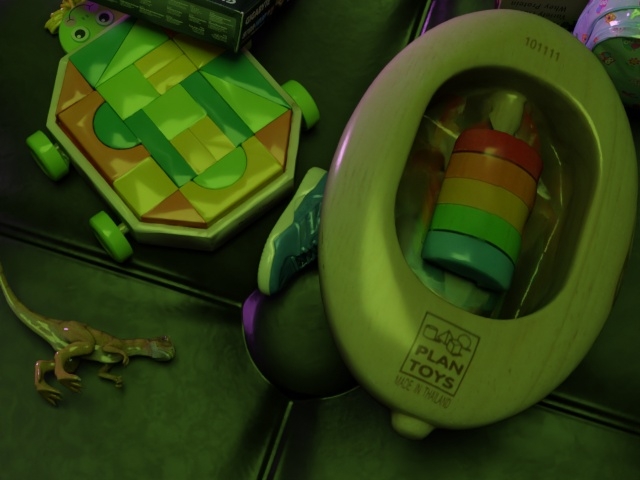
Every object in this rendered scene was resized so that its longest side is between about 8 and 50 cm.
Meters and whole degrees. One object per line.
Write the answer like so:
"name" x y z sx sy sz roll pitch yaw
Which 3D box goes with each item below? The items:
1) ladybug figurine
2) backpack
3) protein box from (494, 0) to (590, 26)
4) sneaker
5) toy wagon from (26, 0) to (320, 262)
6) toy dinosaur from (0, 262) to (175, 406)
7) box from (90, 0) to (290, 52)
"ladybug figurine" 0.142 -0.013 1.297 0.305 0.162 0.449 27 67 -6
"backpack" 0.334 -0.206 1.383 0.152 0.182 0.115 8 67 1
"protein box" 0.300 -0.332 1.423 0.200 0.201 0.136 6 68 1
"sneaker" 0.000 -0.001 1.361 0.084 0.058 0.152 20 62 16
"toy wagon" -0.181 -0.147 1.413 0.267 0.068 0.344 -37 73 -15
"toy dinosaur" -0.252 0.100 1.325 0.211 0.064 0.112 21 51 -2
"box" -0.147 -0.290 1.430 0.220 0.051 0.175 21 38 13
